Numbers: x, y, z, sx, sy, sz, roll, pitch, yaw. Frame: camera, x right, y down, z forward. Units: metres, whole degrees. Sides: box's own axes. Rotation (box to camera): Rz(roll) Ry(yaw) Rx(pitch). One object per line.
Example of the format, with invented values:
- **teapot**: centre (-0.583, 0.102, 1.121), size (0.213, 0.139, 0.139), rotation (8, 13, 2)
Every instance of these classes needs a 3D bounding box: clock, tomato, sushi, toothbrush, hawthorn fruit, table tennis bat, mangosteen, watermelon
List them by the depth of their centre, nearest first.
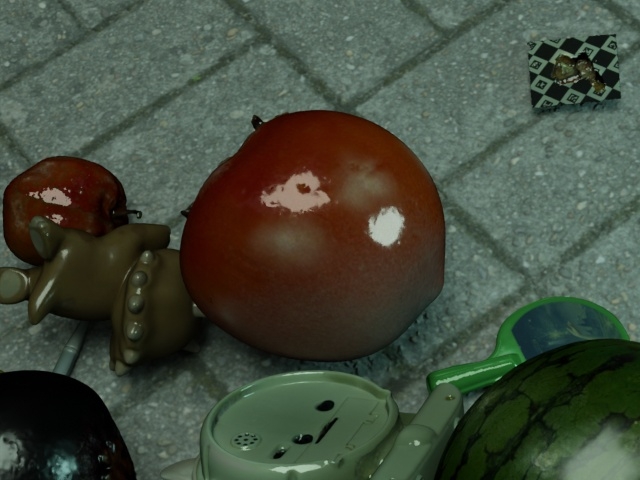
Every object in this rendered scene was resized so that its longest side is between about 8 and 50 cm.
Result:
- **watermelon**: centre (0.282, 0.272, 1.343), size (0.363, 0.363, 0.363), rotation (-5, 56, 7)
- **clock**: centre (-0.015, 0.242, 1.482), size (0.324, 0.108, 0.265), rotation (4, 26, 24)
- **mangosteen**: centre (-0.364, 0.287, 1.496), size (0.302, 0.275, 0.275), rotation (-13, 54, 17)
- **tomato**: centre (0.000, 0.000, 1.595), size (0.322, 0.321, 0.321), rotation (-5, 56, 7)
- **table tennis bat**: centre (0.254, 0.148, 1.611), size (0.257, 0.039, 0.160), rotation (-15, 53, -3)
- **toothbrush**: centre (-0.329, 0.166, 1.712), size (0.030, 0.025, 0.342), rotation (15, 59, 14)
- **hawthorn fruit**: centre (-0.323, -0.035, 1.765), size (0.194, 0.157, 0.157), rotation (2, 57, 19)
- **sushi**: centre (0.356, -0.232, 1.854), size (0.126, 0.026, 0.120), rotation (-4, 58, 13)

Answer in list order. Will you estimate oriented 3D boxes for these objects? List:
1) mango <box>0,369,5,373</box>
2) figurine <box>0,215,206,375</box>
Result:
- **mango**: centre (-0.473, 0.253, 1.632), size (0.237, 0.091, 0.137), rotation (-51, 38, -15)
- **figurine**: centre (-0.258, 0.079, 1.656), size (0.247, 0.177, 0.173), rotation (11, 44, -38)
